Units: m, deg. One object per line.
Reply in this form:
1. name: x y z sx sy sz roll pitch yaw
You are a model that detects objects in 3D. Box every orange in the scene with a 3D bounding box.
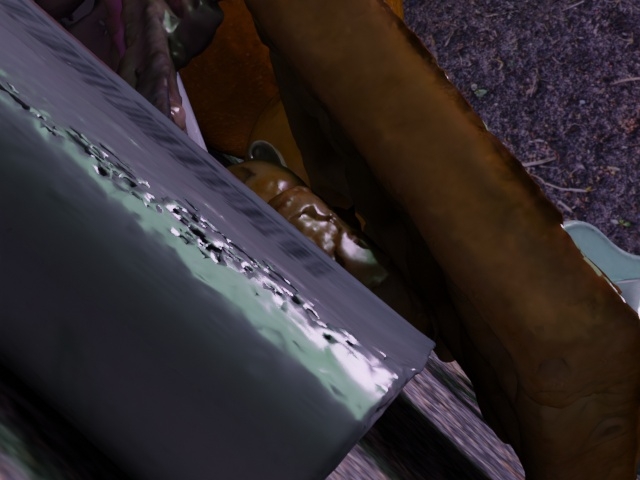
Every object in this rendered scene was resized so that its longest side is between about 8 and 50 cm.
1. orange: -0.072 -0.249 1.544 0.357 0.322 0.322 51 -3 -34

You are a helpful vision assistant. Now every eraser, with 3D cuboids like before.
1. eraser: -0.076 -0.011 0.435 0.227 0.081 0.174 42 8 6

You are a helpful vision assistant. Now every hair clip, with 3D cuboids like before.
1. hair clip: -0.105 -0.125 0.846 0.069 0.173 0.300 43 24 -37

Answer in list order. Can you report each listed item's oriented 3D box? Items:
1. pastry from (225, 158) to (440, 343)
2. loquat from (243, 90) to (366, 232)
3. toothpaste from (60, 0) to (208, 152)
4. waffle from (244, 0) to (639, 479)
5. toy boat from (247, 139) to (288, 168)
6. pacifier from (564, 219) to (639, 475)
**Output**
1. pastry: -0.004 0.020 0.786 0.153 0.081 0.153 48 5 -6
2. loquat: 0.031 -0.062 1.273 0.208 0.208 0.208 40 4 -3
3. toothpaste: -0.140 -0.136 1.054 0.299 0.073 0.114 63 -9 -33
4. waffle: 0.075 -0.005 0.861 0.348 0.077 0.304 55 -6 29
5. toy boat: 0.000 0.001 1.096 0.185 0.071 0.089 41 4 10
6. pacifier: 0.259 0.135 1.368 0.343 0.288 0.269 15 -16 -33
